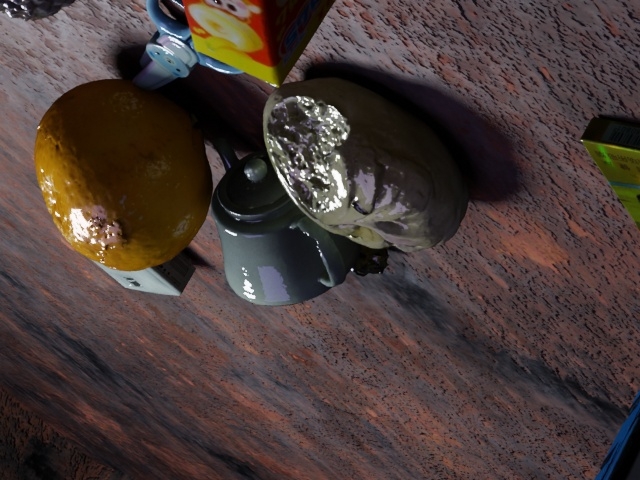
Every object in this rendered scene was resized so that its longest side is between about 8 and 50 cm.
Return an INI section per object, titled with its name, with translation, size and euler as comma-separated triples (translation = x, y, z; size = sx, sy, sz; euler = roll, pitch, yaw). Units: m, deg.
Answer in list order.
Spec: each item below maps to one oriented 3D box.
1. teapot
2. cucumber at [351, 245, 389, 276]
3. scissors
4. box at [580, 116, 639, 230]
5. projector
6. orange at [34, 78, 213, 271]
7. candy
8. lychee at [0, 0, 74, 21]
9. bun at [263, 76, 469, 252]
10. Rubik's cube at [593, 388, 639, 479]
[teapot]
translation = -0.044, -0.031, 2.148
size = 0.239, 0.162, 0.149
euler = 45, 164, 45
[cucumber]
translation = 0.000, 0.000, 2.320
size = 0.181, 0.053, 0.053
euler = 20, 160, 38
[scissors]
translation = -0.153, -0.198, 2.054
size = 0.125, 0.030, 0.256
euler = 37, 160, -12
[box]
translation = 0.320, -0.035, 1.740
size = 0.121, 0.030, 0.193
euler = 15, 156, 41
[projector]
translation = -0.258, 0.019, 2.753
size = 0.147, 0.061, 0.115
euler = 7, 150, 51
[orange]
translation = -0.221, -0.076, 2.215
size = 0.193, 0.219, 0.219
euler = -14, 159, -3
[candy]
translation = -0.046, -0.250, 1.564
size = 0.088, 0.146, 0.276
euler = 26, 160, 13
[lychee]
translation = -0.276, -0.299, 1.803
size = 0.165, 0.197, 0.165
euler = -4, 169, -1
[bun]
translation = 0.039, -0.064, 1.966
size = 0.237, 0.116, 0.210
euler = 34, 161, -13
[Rubik's cube]
translation = 0.423, 0.233, 1.886
size = 0.293, 0.288, 0.283
euler = 25, 161, 10
